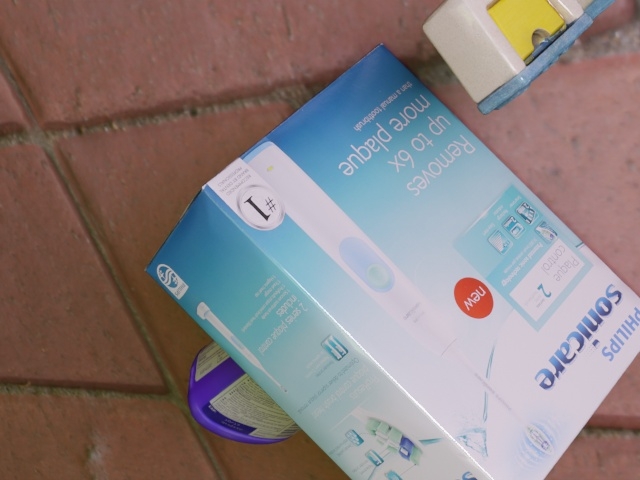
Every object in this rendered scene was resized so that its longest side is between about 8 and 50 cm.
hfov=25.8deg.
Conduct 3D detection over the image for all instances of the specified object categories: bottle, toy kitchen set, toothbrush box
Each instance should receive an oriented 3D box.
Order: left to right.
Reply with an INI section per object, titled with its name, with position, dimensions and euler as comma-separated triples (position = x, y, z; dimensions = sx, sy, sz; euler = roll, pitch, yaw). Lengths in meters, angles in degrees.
[bottle]
position = -0.012, 0.094, 1.197
dimensions = 0.118, 0.092, 0.283
euler = 17, 149, -23
[toothbrush box]
position = 0.062, 0.040, 1.000
dimensions = 0.295, 0.216, 0.126
euler = 46, 142, 3
[toy kitchen set]
position = 0.186, -0.156, 0.757
dimensions = 0.122, 0.166, 0.207
euler = 48, 142, -1
